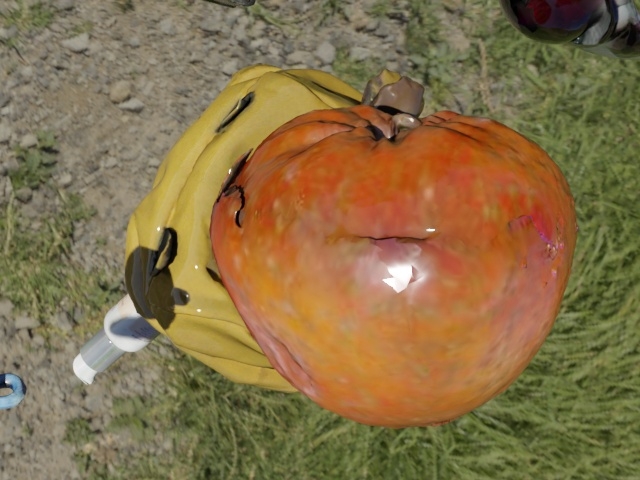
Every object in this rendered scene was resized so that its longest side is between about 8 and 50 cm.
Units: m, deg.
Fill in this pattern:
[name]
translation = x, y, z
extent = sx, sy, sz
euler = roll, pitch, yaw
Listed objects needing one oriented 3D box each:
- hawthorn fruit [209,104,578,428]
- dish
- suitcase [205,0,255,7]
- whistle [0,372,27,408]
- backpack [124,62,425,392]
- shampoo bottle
[hawthorn fruit]
translation = 0.062, 0.040, 0.659
extent = 0.276, 0.276, 0.307
euler = -20, 125, -18
[dish]
translation = 0.234, -0.252, 0.773
extent = 0.134, 0.273, 0.273
euler = -49, 121, -9
[suitcase]
translation = -0.199, -0.376, 0.770
extent = 0.335, 0.152, 0.229
euler = 11, 103, -27
[whistle]
translation = -0.253, 0.094, 0.469
extent = 0.158, 0.090, 0.090
euler = -2, 109, -14
[backpack]
translation = -0.003, -0.004, 0.862
extent = 0.378, 0.201, 0.353
euler = 23, 92, -39
[shampoo bottle]
translation = -0.277, 0.127, 1.152
extent = 0.192, 0.074, 0.074
euler = -39, 123, 17
